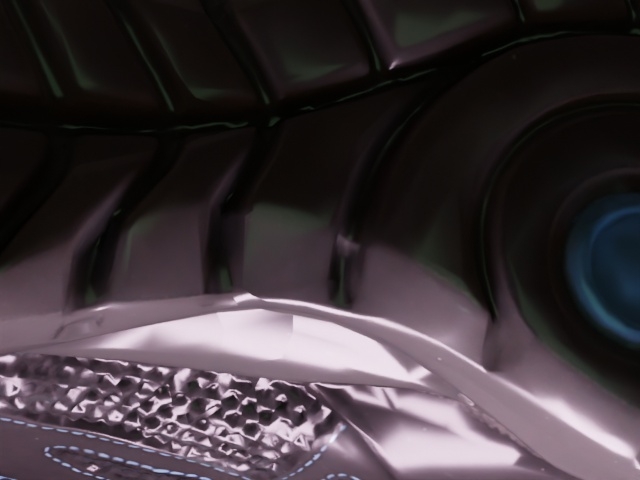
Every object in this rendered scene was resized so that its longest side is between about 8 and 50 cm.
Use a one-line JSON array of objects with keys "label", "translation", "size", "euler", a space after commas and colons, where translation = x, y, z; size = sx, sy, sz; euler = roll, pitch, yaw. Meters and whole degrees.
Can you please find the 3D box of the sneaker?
[{"label": "sneaker", "translation": [0.000, 0.000, 0.421], "size": [0.341, 0.139, 0.125], "euler": [10, 68, -11]}]
